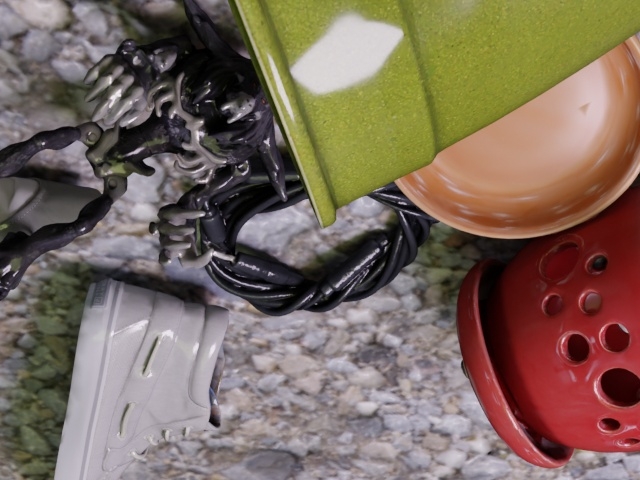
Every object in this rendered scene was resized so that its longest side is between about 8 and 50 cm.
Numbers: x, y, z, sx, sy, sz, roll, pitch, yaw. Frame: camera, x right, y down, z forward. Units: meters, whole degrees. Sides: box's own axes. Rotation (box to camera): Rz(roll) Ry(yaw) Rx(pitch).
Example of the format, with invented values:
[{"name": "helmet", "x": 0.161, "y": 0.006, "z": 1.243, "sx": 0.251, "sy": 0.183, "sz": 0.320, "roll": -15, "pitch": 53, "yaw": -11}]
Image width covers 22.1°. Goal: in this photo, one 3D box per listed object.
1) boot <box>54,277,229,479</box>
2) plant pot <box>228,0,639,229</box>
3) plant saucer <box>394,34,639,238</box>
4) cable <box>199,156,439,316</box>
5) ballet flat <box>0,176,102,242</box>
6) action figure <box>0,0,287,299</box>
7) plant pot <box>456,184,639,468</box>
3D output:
[{"name": "boot", "x": -0.143, "y": 0.149, "z": 1.331, "sx": 0.123, "sy": 0.095, "sz": 0.258, "roll": 11, "pitch": 128, "yaw": -4}, {"name": "plant pot", "x": 0.095, "y": -0.242, "z": 0.882, "sx": 0.353, "sy": 0.366, "sz": 0.366, "roll": -22, "pitch": 129, "yaw": 0}, {"name": "plant saucer", "x": 0.136, "y": -0.096, "z": 1.156, "sx": 0.200, "sy": 0.037, "sz": 0.200, "roll": 2, "pitch": 119, "yaw": 4}, {"name": "cable", "x": 0.000, "y": 0.000, "z": 1.246, "sx": 0.184, "sy": 0.047, "sz": 0.150, "roll": -3, "pitch": 131, "yaw": -1}, {"name": "ballet flat", "x": -0.267, "y": -0.013, "z": 1.205, "sx": 0.213, "sy": 0.072, "sz": 0.068, "roll": -17, "pitch": 125, "yaw": 11}, {"name": "action figure", "x": -0.121, "y": -0.056, "z": 1.105, "sx": 0.275, "sy": 0.141, "sz": 0.164, "roll": -27, "pitch": 109, "yaw": 1}, {"name": "plant pot", "x": 0.210, "y": 0.072, "z": 1.233, "sx": 0.174, "sy": 0.191, "sz": 0.191, "roll": -23, "pitch": 128, "yaw": 25}]
